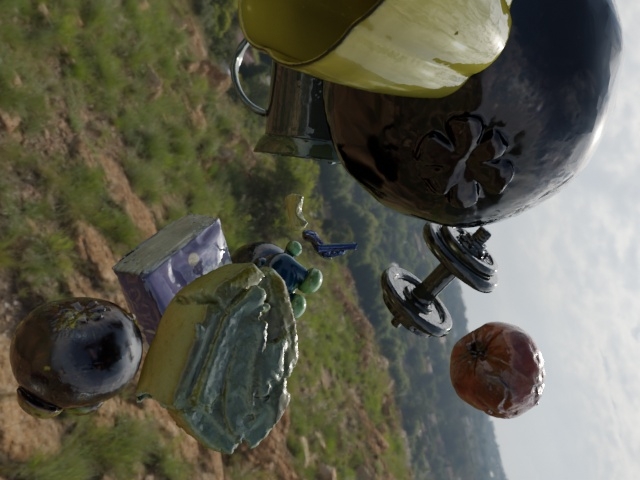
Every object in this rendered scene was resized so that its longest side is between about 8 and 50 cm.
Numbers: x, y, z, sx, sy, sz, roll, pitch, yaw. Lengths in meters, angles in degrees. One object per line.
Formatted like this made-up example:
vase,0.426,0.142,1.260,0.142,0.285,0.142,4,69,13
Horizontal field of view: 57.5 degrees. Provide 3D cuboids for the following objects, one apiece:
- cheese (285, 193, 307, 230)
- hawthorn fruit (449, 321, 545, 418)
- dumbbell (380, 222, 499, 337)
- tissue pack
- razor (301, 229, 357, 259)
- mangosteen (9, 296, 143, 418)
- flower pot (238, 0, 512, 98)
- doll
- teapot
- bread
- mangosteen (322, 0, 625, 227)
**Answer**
cheese,-0.052,-0.063,1.287,0.030,0.044,0.083,13,64,-69
hawthorn fruit,0.461,0.343,1.460,0.272,0.242,0.241,45,24,-25
dumbbell,0.244,0.079,1.211,0.192,0.290,0.192,32,25,-17
tissue pack,-0.280,0.146,1.252,0.242,0.126,0.343,-47,134,-47
razor,0.000,0.012,1.469,0.324,0.093,0.056,-154,-117,-74
mangosteen,-0.385,0.196,0.919,0.192,0.192,0.217,-80,-172,-66
flower pot,0.059,-0.206,0.478,0.179,0.195,0.195,12,59,-44
doll,-0.137,0.094,1.446,0.186,0.322,0.198,41,64,-18
teapot,-0.035,-0.322,1.108,0.200,0.271,0.336,-34,133,-80
bread,-0.132,0.150,0.797,0.186,0.124,0.256,21,73,-36
mangosteen,0.192,-0.229,0.783,0.434,0.383,0.382,-78,154,-44
